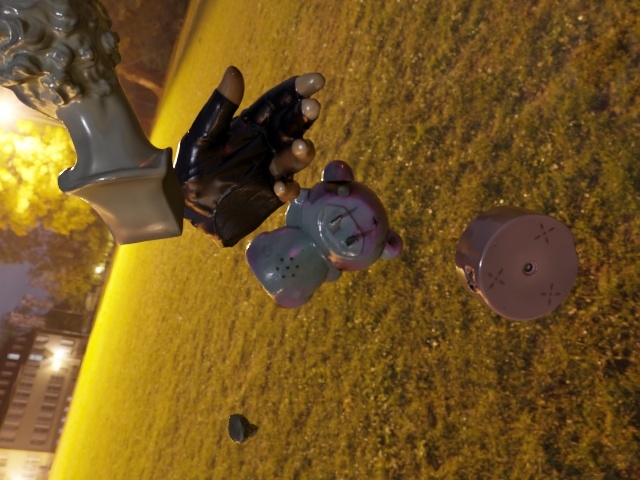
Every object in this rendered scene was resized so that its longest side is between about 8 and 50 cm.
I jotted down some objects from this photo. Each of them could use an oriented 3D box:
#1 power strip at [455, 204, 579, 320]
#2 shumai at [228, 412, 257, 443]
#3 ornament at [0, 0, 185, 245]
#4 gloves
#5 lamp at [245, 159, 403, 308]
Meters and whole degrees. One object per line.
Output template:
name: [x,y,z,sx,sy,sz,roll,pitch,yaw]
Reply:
power strip: [0.267,0.030,0.733,0.078,0.154,0.154,-125,52,-73]
shumai: [-0.203,0.507,1.434,0.083,0.080,0.082,39,114,45]
ornament: [-0.213,-0.115,0.507,0.130,0.285,0.120,-23,33,8]
gloves: [-0.102,-0.130,0.766,0.301,0.197,0.152,-32,27,37]
lamp: [0.000,0.000,1.094,0.301,0.247,0.247,-35,3,3]
